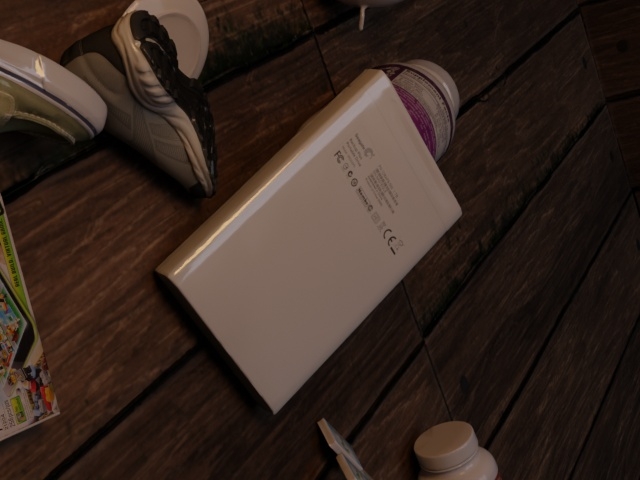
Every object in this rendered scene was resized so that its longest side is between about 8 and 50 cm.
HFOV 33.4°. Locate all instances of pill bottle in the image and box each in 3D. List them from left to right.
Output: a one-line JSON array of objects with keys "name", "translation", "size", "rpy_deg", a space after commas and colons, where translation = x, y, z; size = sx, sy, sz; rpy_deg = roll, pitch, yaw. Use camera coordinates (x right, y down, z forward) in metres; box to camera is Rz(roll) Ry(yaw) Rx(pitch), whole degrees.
[{"name": "pill bottle", "translation": [0.089, -0.150, 1.486], "size": [0.301, 0.169, 0.169], "rpy_deg": [-46, 119, -54]}, {"name": "pill bottle", "translation": [0.214, 0.379, 1.559], "size": [0.121, 0.121, 0.216], "rpy_deg": [-45, 119, -54]}]

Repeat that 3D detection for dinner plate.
[{"name": "dinner plate", "translation": [-0.171, -0.206, 1.164], "size": [0.141, 0.017, 0.141], "rpy_deg": [-29, 133, -37]}]

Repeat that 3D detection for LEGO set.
[{"name": "LEGO set", "translation": [0.102, 0.340, 1.371], "size": [0.244, 0.060, 0.182], "rpy_deg": [51, 3, -37]}]

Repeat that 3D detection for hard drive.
[{"name": "hard drive", "translation": [0.000, 0.000, 1.252], "size": [0.353, 0.047, 0.233], "rpy_deg": [-45, 123, -20]}]

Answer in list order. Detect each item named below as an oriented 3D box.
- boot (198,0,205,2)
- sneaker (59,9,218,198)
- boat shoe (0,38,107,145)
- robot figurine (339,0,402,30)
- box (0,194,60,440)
[{"name": "boot", "translation": [-0.216, -0.320, 1.120], "size": [0.262, 0.095, 0.203], "rpy_deg": [54, 39, -32]}, {"name": "sneaker", "translation": [-0.180, -0.134, 1.131], "size": [0.271, 0.107, 0.100], "rpy_deg": [61, 17, -54]}, {"name": "boat shoe", "translation": [-0.320, -0.133, 0.911], "size": [0.302, 0.109, 0.094], "rpy_deg": [22, 77, -44]}, {"name": "robot figurine", "translation": [0.075, -0.486, 1.541], "size": [0.300, 0.199, 0.354], "rpy_deg": [79, 12, -66]}, {"name": "box", "translation": [-0.301, 0.070, 0.916], "size": [0.114, 0.036, 0.207], "rpy_deg": [-22, 99, -58]}]
